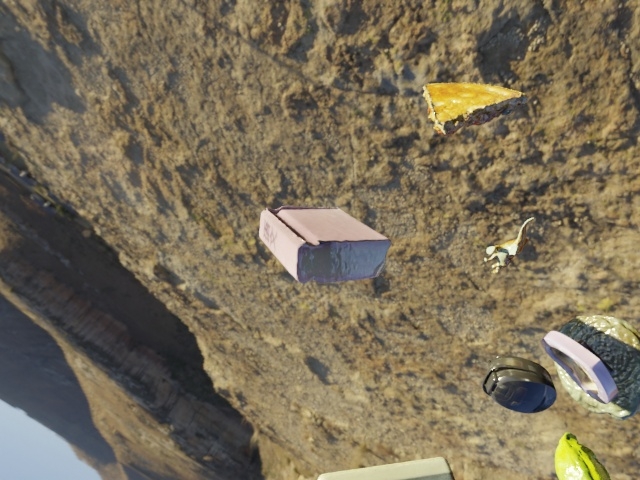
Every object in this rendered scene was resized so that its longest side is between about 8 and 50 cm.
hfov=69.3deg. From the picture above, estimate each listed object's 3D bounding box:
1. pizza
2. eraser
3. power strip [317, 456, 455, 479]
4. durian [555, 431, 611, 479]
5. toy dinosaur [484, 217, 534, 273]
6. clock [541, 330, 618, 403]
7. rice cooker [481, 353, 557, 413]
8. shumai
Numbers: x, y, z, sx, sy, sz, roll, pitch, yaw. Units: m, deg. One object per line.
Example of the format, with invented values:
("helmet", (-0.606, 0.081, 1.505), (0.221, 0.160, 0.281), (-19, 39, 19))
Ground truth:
("pizza", (0.254, -0.241, 0.867), (0.201, 0.193, 0.053), (26, 140, 36))
("eraser", (0.000, 0.000, 1.328), (0.359, 0.272, 0.122), (-140, 53, -61))
("power strip", (0.115, 0.448, 0.822), (0.256, 0.070, 0.105), (0, 132, -13))
("durian", (0.673, 0.608, 1.181), (0.139, 0.250, 0.101), (31, 118, -34))
("toy dinosaur", (0.534, 0.024, 1.268), (0.212, 0.142, 0.057), (-45, 58, 37))
("clock", (0.637, 0.294, 1.115), (0.198, 0.064, 0.172), (49, 174, 21))
("rice cooker", (0.476, 0.344, 1.112), (0.165, 0.106, 0.112), (19, 119, 9))
("shumai", (0.956, 0.402, 1.522), (0.263, 0.309, 0.304), (10, -169, -38))
